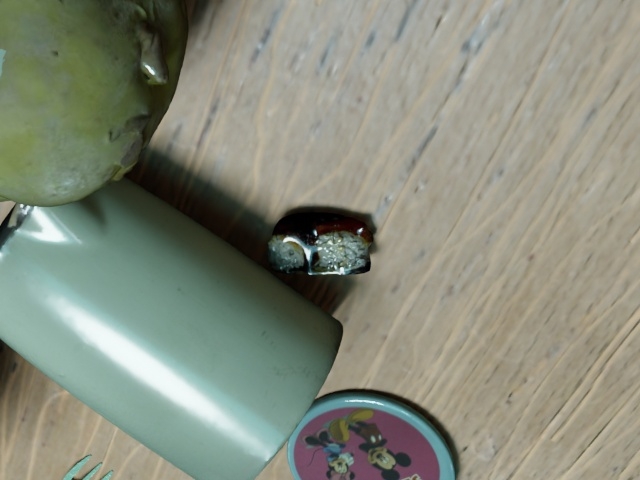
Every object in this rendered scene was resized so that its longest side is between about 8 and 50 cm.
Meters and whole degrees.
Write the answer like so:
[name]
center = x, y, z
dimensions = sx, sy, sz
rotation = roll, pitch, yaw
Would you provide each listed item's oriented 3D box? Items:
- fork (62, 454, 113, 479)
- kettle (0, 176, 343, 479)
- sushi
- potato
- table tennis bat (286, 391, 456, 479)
[fork]
center = -0.298, 0.295, 0.973
dimensions = 0.039, 0.021, 0.235
rotation = 43, 121, -12
[kettle]
center = -0.141, 0.069, 0.720
dimensions = 0.255, 0.165, 0.240
rotation = 34, 151, -9
[sushi]
center = 0.000, 0.000, 0.712
dimensions = 0.083, 0.044, 0.046
rotation = 0, 101, 10
[potato]
center = -0.241, -0.142, 0.547
dimensions = 0.326, 0.243, 0.221
rotation = 3, 150, 2
[table tennis bat]
center = 0.070, 0.235, 0.846
dimensions = 0.153, 0.040, 0.244
rotation = -29, 108, 28
